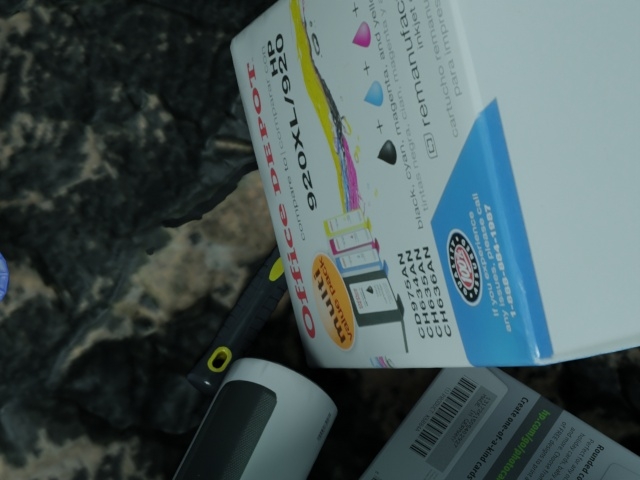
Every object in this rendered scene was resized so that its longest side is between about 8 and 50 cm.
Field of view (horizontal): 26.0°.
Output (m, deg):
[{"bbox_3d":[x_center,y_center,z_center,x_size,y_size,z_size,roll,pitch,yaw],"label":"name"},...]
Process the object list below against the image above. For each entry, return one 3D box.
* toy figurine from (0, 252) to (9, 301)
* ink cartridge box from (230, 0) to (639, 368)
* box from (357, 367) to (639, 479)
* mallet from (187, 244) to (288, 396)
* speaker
[{"bbox_3d":[-0.212,0.033,0.539,0.217,0.191,0.363,2,70,-38],"label":"toy figurine"},{"bbox_3d":[0.086,-0.045,0.581,0.168,0.232,0.171,-13,89,-20],"label":"ink cartridge box"},{"bbox_3d":[0.099,0.152,0.605,0.186,0.038,0.145,31,60,16],"label":"box"},{"bbox_3d":[0.000,0.000,0.685,0.062,0.039,0.190,25,67,0],"label":"mallet"},{"bbox_3d":[-0.043,0.122,0.601,0.055,0.055,0.136,26,62,3],"label":"speaker"}]
